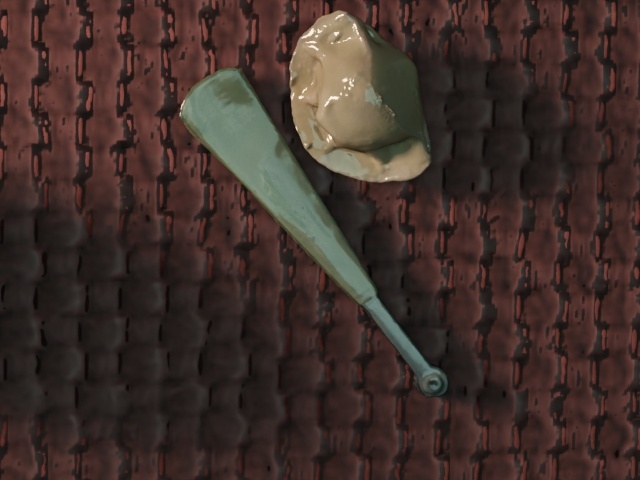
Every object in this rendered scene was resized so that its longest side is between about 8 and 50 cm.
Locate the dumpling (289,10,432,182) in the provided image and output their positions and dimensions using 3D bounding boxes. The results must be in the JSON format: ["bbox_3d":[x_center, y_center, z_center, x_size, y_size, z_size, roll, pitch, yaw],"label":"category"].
[{"bbox_3d":[0.018,-0.066,0.881,0.076,0.057,0.052,41,51,-32],"label":"dumpling"}]

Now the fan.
[{"bbox_3d":[0.000,0.000,0.894,0.038,0.016,0.193,-37,96,1],"label":"fan"}]
